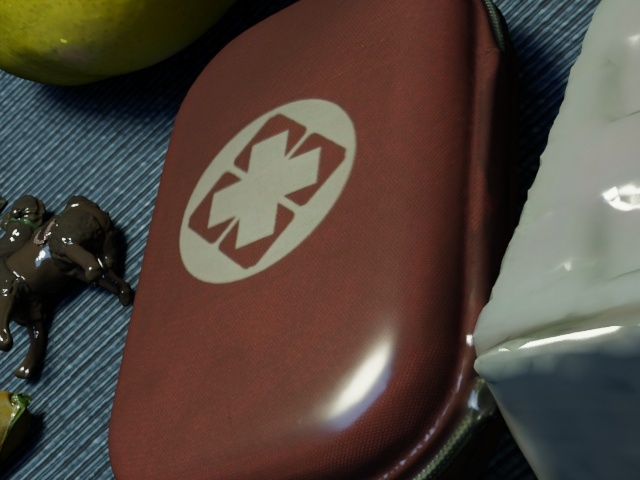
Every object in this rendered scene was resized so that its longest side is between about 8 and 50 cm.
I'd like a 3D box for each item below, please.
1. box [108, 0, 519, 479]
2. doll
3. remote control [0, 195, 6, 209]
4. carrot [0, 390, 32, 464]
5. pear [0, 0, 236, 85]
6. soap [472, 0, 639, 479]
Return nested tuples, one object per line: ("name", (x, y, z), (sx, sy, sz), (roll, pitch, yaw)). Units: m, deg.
("box", (0.000, 0.000, 0.843), (0.263, 0.108, 0.404), (-22, 43, 31))
("doll", (-0.213, 0.017, 1.081), (0.139, 0.057, 0.165), (-38, 42, 19))
("remote control", (-0.304, -0.041, 1.214), (0.091, 0.016, 0.034), (32, 82, 44))
("carrot", (-0.301, 0.207, 1.052), (0.254, 0.049, 0.049), (-49, 45, 11))
("pear", (-0.187, -0.254, 1.075), (0.336, 0.285, 0.285), (-51, 43, 24))
("soap", (0.280, -0.061, 0.543), (0.350, 0.213, 0.435), (-11, 39, 37))
